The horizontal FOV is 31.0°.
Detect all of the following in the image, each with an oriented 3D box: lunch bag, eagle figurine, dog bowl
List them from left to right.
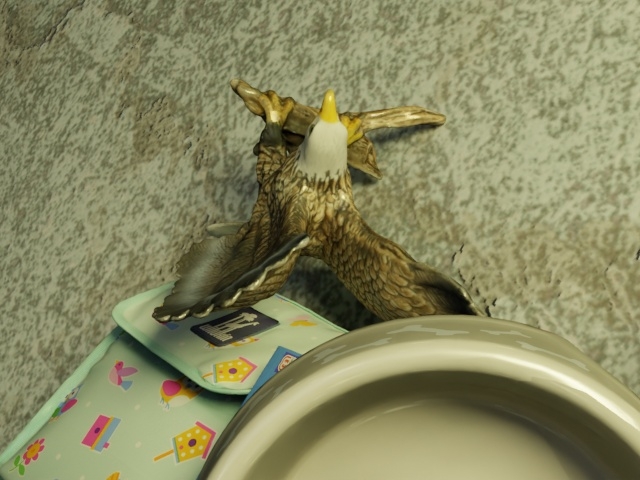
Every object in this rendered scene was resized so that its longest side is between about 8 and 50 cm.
[{"bbox_3d":[-0.092,0.148,0.909,0.262,0.160,0.223,-51,40,-14],"label":"lunch bag"},{"bbox_3d":[-0.002,-0.007,0.877,0.226,0.225,0.298,-22,45,13],"label":"eagle figurine"},{"bbox_3d":[0.074,0.211,0.657,0.348,0.102,0.349,-1,82,7],"label":"dog bowl"}]

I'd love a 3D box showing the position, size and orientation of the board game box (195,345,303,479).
[{"bbox_3d":[-0.019,0.203,0.799,0.047,0.160,0.210,13,67,56],"label":"board game box"}]
